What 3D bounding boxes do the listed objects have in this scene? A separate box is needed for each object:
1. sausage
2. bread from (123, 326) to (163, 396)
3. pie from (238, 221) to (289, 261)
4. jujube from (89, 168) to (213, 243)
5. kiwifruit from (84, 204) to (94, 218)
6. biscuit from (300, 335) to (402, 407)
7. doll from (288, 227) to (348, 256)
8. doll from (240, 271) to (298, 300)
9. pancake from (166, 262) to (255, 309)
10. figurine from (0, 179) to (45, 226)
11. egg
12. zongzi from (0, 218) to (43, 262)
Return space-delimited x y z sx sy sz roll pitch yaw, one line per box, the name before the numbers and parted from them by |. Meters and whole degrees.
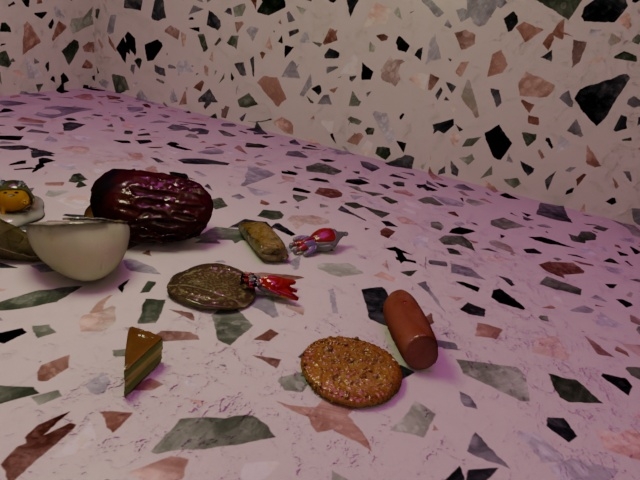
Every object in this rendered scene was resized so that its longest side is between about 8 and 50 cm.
sausage | 0.232 0.225 1.414 0.113 0.114 0.259 5 23 -10
bread | -0.413 0.258 1.148 0.084 0.074 0.139 15 26 12
pie | -0.198 -0.009 1.838 0.128 0.068 0.282 -1 22 -25
jujube | -0.547 -0.110 1.731 0.376 0.258 0.258 13 21 -23
kiwifruit | -0.756 -0.093 1.811 0.075 0.075 0.124 8 28 -4
biscuit | 0.075 0.303 1.276 0.254 0.035 0.254 8 23 -4
doll | 0.000 0.000 1.879 0.227 0.075 0.102 -17 48 -28
doll | -0.146 0.126 1.544 0.169 0.057 0.109 19 20 -15
pancake | -0.305 0.130 1.525 0.250 0.031 0.250 8 24 -4
figurine | -1.004 -0.151 1.759 0.166 0.141 0.250 1 25 -16
egg | -0.669 0.023 1.476 0.286 0.174 0.264 2 2 39
zongzi | -0.837 -0.020 1.483 0.189 0.178 0.081 6 42 -10
